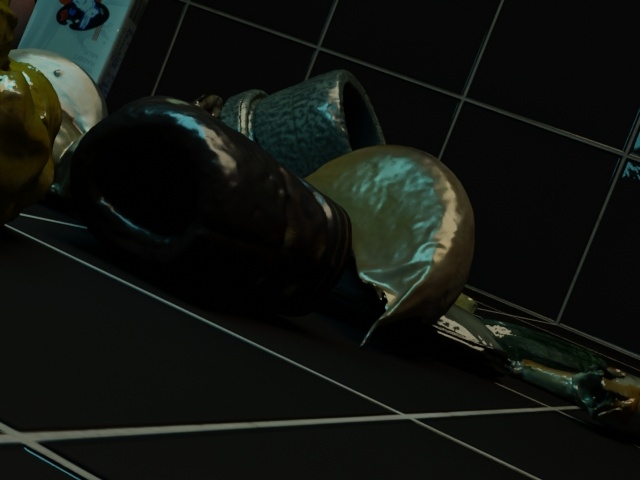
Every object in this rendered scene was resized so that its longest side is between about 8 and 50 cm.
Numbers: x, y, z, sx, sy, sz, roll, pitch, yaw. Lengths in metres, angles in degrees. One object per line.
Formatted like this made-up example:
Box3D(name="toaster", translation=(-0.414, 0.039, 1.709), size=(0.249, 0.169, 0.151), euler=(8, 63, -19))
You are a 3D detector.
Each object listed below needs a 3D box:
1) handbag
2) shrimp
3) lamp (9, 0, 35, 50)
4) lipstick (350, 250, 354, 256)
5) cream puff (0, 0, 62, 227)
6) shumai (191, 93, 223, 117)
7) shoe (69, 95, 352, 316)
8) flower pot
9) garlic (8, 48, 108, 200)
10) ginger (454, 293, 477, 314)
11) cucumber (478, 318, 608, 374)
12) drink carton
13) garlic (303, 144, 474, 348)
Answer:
Box3D(name="handbag", translation=(0.076, 0.077, 1.571), size=(0.332, 0.075, 0.191), euler=(25, 6, -1))
Box3D(name="shrimp", translation=(0.342, 0.183, 1.536), size=(0.185, 0.068, 0.287), euler=(23, 1, -16))
Box3D(name="lamp", translation=(-0.550, -0.283, 1.819), size=(0.305, 0.305, 0.240), euler=(16, 50, -61))
Box3D(name="lipstick", translation=(0.000, 0.000, 1.706), size=(0.317, 0.068, 0.066), euler=(32, 21, -31))
Box3D(name="cream puff", translation=(-0.357, -0.165, 1.071), size=(0.324, 0.257, 0.291), euler=(24, 7, 34))
Box3D(name="shumai", translation=(-0.213, -0.105, 2.358), size=(0.283, 0.217, 0.346), euler=(53, 12, -10))
Box3D(name="shoe", translation=(-0.159, -0.059, 1.310), size=(0.237, 0.171, 0.384), euler=(24, 8, -47))
Box3D(name="flower pot", translation=(-0.045, -0.124, 2.072), size=(0.282, 0.299, 0.299), euler=(-19, -10, 17))
Box3D(name="garlic", translation=(-0.372, -0.122, 1.559), size=(0.292, 0.210, 0.237), euler=(27, 39, 21))
Box3D(name="ginger", translation=(0.142, 0.080, 1.956), size=(0.137, 0.074, 0.213), euler=(19, -2, -36))
Box3D(name="cucumber", translation=(0.284, 0.153, 1.744), size=(0.243, 0.063, 0.115), euler=(18, 4, -30))
Box3D(name="drink carton", translation=(-0.363, -0.245, 1.807), size=(0.130, 0.315, 0.106), euler=(22, -1, 2))
Box3D(name="garlic", translation=(0.089, 0.015, 1.468), size=(0.196, 0.151, 0.338), euler=(-13, 36, -11))
